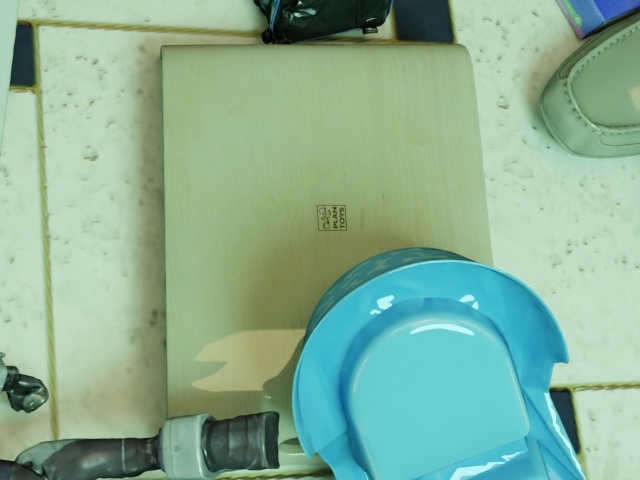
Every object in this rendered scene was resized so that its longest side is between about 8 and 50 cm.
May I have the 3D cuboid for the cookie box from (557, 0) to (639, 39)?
[{"bbox_3d":[0.240,-0.227,1.130,0.107,0.040,0.091,-24,81,-26],"label":"cookie box"}]

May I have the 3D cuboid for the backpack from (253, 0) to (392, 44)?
[{"bbox_3d":[0.003,-0.212,0.996,0.105,0.114,0.084,-13,56,-22],"label":"backpack"}]

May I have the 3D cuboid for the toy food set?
[{"bbox_3d":[0.000,0.000,0.945,0.220,0.092,0.306,-1,70,-8],"label":"toy food set"}]

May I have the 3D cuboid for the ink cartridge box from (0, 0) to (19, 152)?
[{"bbox_3d":[-0.380,-0.211,0.849,0.385,0.091,0.308,9,83,-34],"label":"ink cartridge box"}]

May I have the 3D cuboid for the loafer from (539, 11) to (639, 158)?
[{"bbox_3d":[0.312,-0.157,1.091,0.319,0.111,0.112,-28,82,-26],"label":"loafer"}]

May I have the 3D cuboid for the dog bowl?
[{"bbox_3d":[0.082,0.137,0.849,0.166,0.074,0.297,-20,110,-2],"label":"dog bowl"}]

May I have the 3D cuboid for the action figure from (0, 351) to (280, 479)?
[{"bbox_3d":[-0.167,0.155,0.807,0.285,0.099,0.185,1,83,-1],"label":"action figure"}]
